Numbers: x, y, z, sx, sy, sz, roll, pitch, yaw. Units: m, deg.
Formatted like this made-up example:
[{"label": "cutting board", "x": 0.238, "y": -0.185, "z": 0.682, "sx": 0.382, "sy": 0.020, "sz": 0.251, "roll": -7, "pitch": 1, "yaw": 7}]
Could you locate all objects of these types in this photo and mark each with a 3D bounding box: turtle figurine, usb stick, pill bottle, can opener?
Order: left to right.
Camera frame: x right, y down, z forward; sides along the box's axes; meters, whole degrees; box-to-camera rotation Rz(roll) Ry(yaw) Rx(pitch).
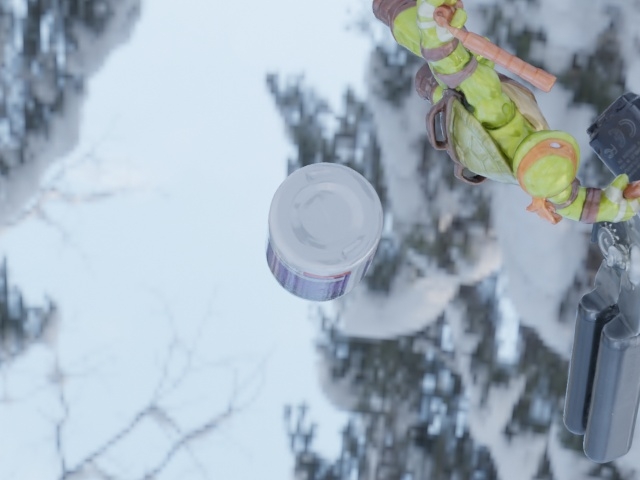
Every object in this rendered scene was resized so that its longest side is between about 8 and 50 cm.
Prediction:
[{"label": "pill bottle", "x": 0.000, "y": 0.000, "z": 1.767, "sx": 0.108, "sy": 0.108, "sz": 0.193, "roll": 2, "pitch": 166, "yaw": -3}, {"label": "turtle figurine", "x": 0.114, "y": -0.073, "z": 1.131, "sx": 0.269, "sy": 0.087, "sz": 0.217, "roll": 39, "pitch": -169, "yaw": -35}, {"label": "can opener", "x": 0.274, "y": 0.071, "z": 1.574, "sx": 0.095, "sy": 0.283, "sz": 0.076, "roll": -16, "pitch": -135, "yaw": -18}, {"label": "usb stick", "x": 0.349, "y": -0.013, "z": 1.641, "sx": 0.278, "sy": 0.077, "sz": 0.045, "roll": 50, "pitch": -138, "yaw": 8}]
